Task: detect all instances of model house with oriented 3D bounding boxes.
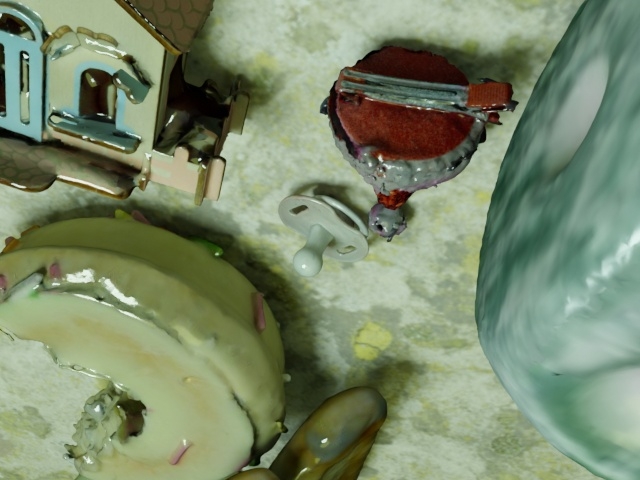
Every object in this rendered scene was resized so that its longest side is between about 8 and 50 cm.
[{"bbox_3d":[-0.208,-0.178,0.791,0.326,0.169,0.244,19,133,0],"label":"model house"}]

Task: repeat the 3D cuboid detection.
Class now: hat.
[{"bbox_3d":[0.076,-0.068,0.876,0.140,0.128,0.227,-9,153,-4],"label":"hat"}]

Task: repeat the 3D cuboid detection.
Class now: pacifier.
[{"bbox_3d":[0.000,0.000,0.962,0.099,0.078,0.081,41,148,-21],"label":"pacifier"}]

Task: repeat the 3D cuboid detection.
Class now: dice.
[{"bbox_3d":[0.320,-0.020,0.667,0.348,0.330,0.328,24,136,-5],"label":"dice"}]

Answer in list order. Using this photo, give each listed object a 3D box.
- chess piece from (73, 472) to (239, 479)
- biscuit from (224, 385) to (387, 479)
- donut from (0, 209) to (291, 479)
[{"bbox_3d":[-0.253,0.467,1.241,0.234,0.442,0.234,9,136,9],"label":"chess piece"},{"bbox_3d":[-0.038,0.273,1.125,0.062,0.237,0.290,49,160,19],"label":"biscuit"},{"bbox_3d":[-0.182,0.121,1.088,0.308,0.150,0.371,-2,133,18],"label":"donut"}]
